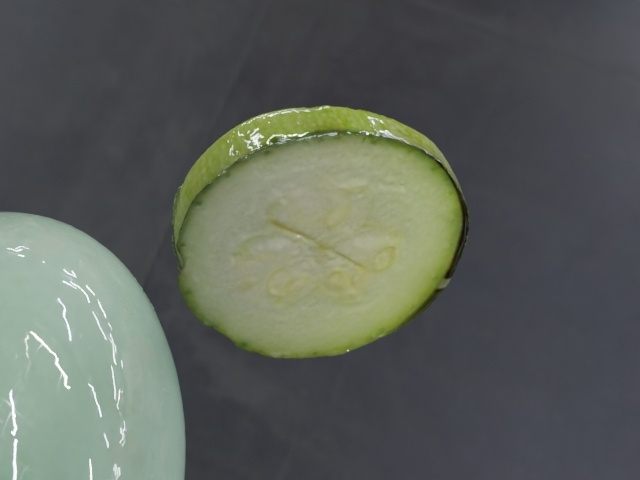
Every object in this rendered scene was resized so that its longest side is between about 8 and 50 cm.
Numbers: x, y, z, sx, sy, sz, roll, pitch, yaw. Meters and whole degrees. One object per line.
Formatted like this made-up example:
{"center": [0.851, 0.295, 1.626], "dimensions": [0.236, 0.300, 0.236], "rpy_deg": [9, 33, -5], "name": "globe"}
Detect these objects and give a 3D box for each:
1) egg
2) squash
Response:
{"center": [-0.224, 0.160, 1.167], "dimensions": [0.276, 0.276, 0.389], "rpy_deg": [18, 63, 1], "name": "egg"}
{"center": [-0.001, -0.003, 1.445], "dimensions": [0.219, 0.219, 0.041], "rpy_deg": [0, 39, -13], "name": "squash"}
